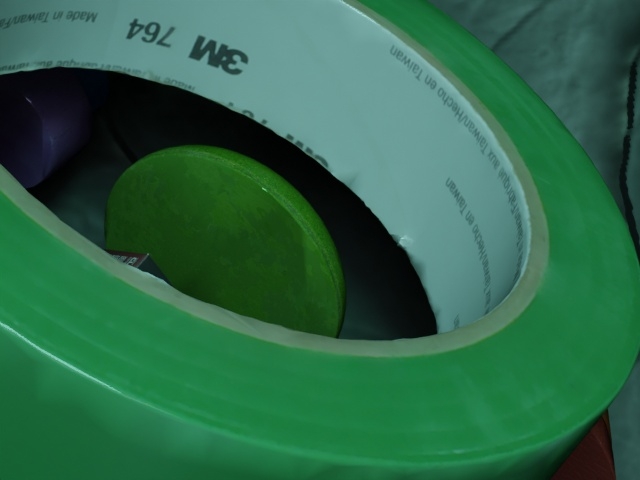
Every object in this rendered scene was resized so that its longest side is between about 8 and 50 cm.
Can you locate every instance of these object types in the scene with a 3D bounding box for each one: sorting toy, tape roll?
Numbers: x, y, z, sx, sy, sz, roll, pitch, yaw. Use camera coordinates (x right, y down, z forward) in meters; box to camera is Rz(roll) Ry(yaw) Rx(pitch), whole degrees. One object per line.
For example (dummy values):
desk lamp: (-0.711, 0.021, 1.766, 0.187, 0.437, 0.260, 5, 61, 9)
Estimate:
sorting toy: (0.000, 0.000, 0.669, 0.365, 0.127, 0.126, 34, 45, 9)
tape roll: (-0.039, -0.022, 0.506, 0.321, 0.077, 0.321, 19, 36, -15)

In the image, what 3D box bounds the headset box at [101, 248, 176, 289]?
headset box: (-0.089, 0.036, 0.631, 0.032, 0.083, 0.062, -50, 121, -26)
